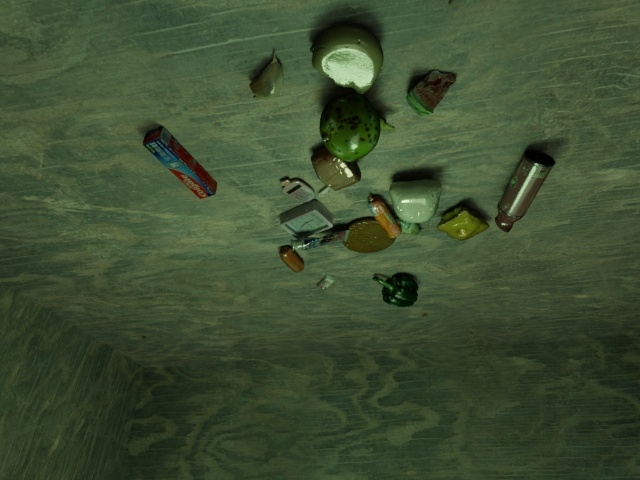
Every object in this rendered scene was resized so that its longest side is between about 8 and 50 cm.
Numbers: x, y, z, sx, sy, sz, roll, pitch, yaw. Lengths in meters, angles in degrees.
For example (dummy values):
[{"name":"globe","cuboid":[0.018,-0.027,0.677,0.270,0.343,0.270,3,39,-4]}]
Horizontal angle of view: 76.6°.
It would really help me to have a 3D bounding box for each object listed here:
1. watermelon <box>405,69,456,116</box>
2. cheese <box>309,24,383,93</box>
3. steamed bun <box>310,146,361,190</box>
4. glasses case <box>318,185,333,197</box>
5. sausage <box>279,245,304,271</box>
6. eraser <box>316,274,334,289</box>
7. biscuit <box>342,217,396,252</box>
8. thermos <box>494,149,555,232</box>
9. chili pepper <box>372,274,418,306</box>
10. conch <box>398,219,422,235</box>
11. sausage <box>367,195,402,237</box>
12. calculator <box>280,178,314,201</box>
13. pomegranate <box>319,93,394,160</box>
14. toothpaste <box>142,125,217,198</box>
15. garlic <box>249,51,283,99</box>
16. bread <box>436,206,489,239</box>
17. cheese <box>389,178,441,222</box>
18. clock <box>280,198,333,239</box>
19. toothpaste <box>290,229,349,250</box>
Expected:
[{"name":"watermelon","cuboid":[0.333,-0.452,1.237,0.098,0.121,0.158,43,125,-17]},{"name":"cheese","cuboid":[0.072,-0.519,1.147,0.202,0.091,0.175,13,143,-16]},{"name":"steamed bun","cuboid":[0.056,-0.273,1.493,0.145,0.106,0.175,-20,127,33]},{"name":"glasses case","cuboid":[0.025,-0.203,1.654,0.032,0.021,0.083,24,138,-35]},{"name":"sausage","cuboid":[-0.142,0.099,2.040,0.076,0.076,0.197,-14,144,18]},{"name":"eraser","cuboid":[0.028,0.236,2.275,0.052,0.029,0.122,16,142,-23]},{"name":"biscuit","cuboid":[0.225,-0.022,1.903,0.262,0.037,0.262,0,145,0]},{"name":"thermos","cuboid":[0.762,-0.185,1.574,0.109,0.136,0.330,-15,137,-26]},{"name":"chili pepper","cuboid":[0.406,0.272,2.224,0.261,0.165,0.174,18,153,-21]},{"name":"conch","cuboid":[0.396,-0.055,1.835,0.088,0.065,0.180,-29,141,33]},{"name":"sausage","cuboid":[0.267,-0.107,1.734,0.071,0.071,0.234,-22,130,28]},{"name":"calculator","cuboid":[-0.094,-0.206,1.649,0.103,0.024,0.166,-27,140,33]},{"name":"pomegranate","cuboid":[0.113,-0.366,1.293,0.263,0.211,0.211,-24,153,-25]},{"name":"toothpaste","cuboid":[-0.510,-0.279,1.502,0.076,0.066,0.320,-15,142,20]},{"name":"garlic","cuboid":[-0.153,-0.476,1.222,0.084,0.066,0.152,29,137,-33]},{"name":"bread","cuboid":[0.630,-0.077,1.793,0.233,0.088,0.161,26,142,-37]},{"name":"cheese","cuboid":[0.374,-0.158,1.608,0.198,0.154,0.189,-2,127,10]},{"name":"clock","cuboid":[-0.062,-0.088,1.782,0.197,0.063,0.150,-21,141,27]},{"name":"toothpaste","cuboid":[0.000,0.000,1.832,0.266,0.061,0.096,-10,152,-11]}]
